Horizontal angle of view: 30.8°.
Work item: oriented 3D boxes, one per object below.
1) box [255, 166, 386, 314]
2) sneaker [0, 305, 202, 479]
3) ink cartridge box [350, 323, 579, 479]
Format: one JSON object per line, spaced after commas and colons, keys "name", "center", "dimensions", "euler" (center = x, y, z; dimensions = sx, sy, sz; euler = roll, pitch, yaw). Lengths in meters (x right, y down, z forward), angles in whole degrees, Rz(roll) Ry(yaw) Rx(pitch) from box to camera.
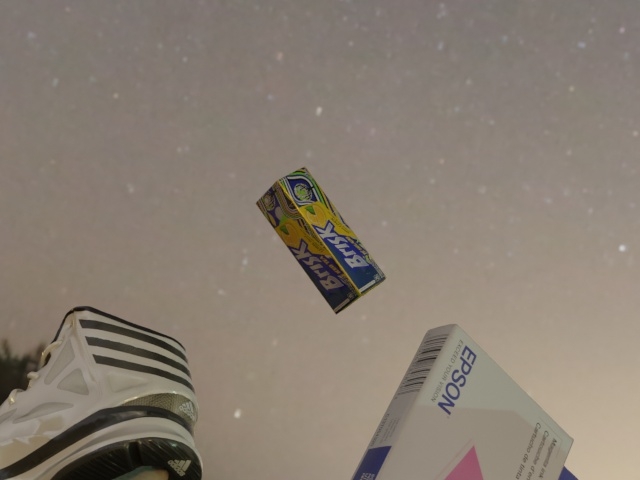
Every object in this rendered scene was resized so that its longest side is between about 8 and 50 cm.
{"name": "box", "center": [0.000, 0.000, 1.385], "dimensions": [0.169, 0.054, 0.059], "euler": [53, -44, 6]}
{"name": "sneaker", "center": [-0.338, 0.237, 1.373], "dimensions": [0.448, 0.257, 0.169], "euler": [-21, -51, 13]}
{"name": "ink cartridge box", "center": [0.191, 0.325, 1.399], "dimensions": [0.330, 0.324, 0.071], "euler": [43, -36, -17]}
